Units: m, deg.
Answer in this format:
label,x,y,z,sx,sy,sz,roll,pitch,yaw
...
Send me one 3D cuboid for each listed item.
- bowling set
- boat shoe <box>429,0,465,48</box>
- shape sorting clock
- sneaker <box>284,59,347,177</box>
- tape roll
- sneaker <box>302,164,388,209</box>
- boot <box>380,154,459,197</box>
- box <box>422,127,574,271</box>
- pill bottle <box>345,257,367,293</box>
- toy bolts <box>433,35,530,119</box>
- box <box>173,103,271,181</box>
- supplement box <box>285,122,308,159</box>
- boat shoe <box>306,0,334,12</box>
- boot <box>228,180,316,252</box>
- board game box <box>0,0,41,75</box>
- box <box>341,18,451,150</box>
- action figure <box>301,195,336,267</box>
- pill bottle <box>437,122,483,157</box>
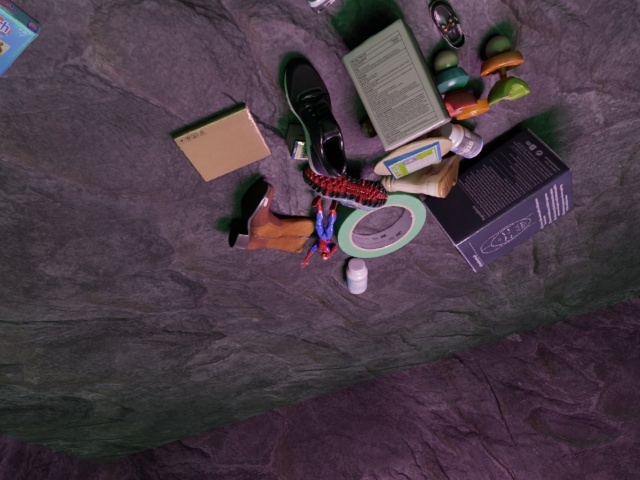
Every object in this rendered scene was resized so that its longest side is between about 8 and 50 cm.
label,x,y,z,sx,sy,sz,roll,pitch,yaw
bowling set,0.224,-0.289,1.114,0.200,0.154,0.287,-23,142,6
boat shoe,0.303,-0.509,0.969,0.049,0.042,0.133,-36,138,25
shape sorting clock,0.236,-0.215,1.057,0.206,0.040,0.206,-19,170,-4
sneaker,0.006,-0.287,0.979,0.107,0.124,0.283,-26,114,-12
tape roll,0.205,-0.066,1.444,0.321,0.077,0.321,-12,141,-9
sneaker,0.063,-0.144,1.240,0.262,0.104,0.125,22,165,-6
boot,0.316,-0.208,1.285,0.203,0.262,0.095,8,121,28
box,0.601,-0.118,1.386,0.395,0.212,0.293,-37,145,14
pill bottle,0.146,0.142,1.667,0.087,0.087,0.160,-14,142,-6
toy bolts,0.384,-0.418,1.078,0.229,0.158,0.218,-17,-176,-19
box,-0.251,-0.249,1.078,0.201,0.021,0.164,-22,142,4
supplement box,-0.042,-0.263,1.095,0.083,0.083,0.056,-1,139,-21
boat shoe,0.036,-0.523,0.844,0.142,0.049,0.040,-27,160,14
boot,-0.119,-0.061,1.311,0.280,0.096,0.264,5,125,-36
board game box,-0.650,-0.373,0.743,0.210,0.047,0.160,-32,140,17
box,0.176,-0.342,0.931,0.149,0.232,0.127,-23,-174,28
action figure,0.000,0.000,1.356,0.091,0.139,0.280,16,145,15
pill bottle,0.415,-0.303,1.236,0.137,0.078,0.078,11,133,-32
